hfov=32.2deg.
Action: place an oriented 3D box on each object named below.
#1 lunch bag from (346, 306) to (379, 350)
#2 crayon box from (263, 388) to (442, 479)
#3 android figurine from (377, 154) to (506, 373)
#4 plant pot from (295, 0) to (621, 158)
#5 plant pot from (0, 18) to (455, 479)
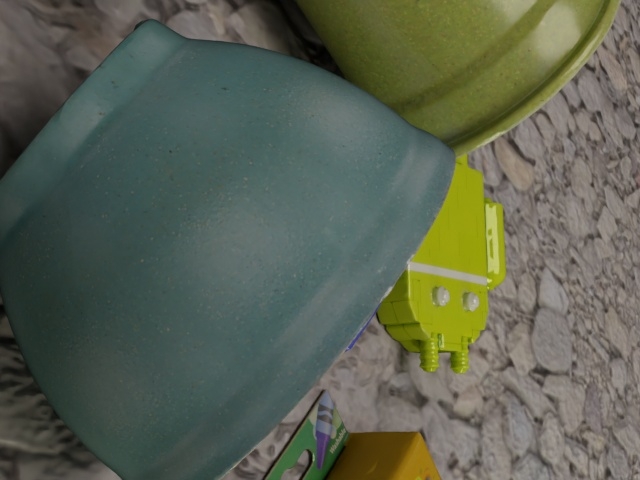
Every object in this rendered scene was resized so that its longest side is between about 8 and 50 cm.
[{"bbox_3d":[0.000,0.000,0.933,0.129,0.096,0.151,49,37,-39],"label":"lunch bag"},{"bbox_3d":[0.055,0.315,0.963,0.203,0.083,0.323,-51,124,-46],"label":"crayon box"},{"bbox_3d":[0.118,0.000,1.138,0.248,0.056,0.273,15,70,-53],"label":"android figurine"},{"bbox_3d":[0.079,-0.249,0.979,0.254,0.276,0.276,46,48,-25],"label":"plant pot"},{"bbox_3d":[-0.087,-0.010,0.689,0.196,0.293,0.293,41,47,-8],"label":"plant pot"}]
